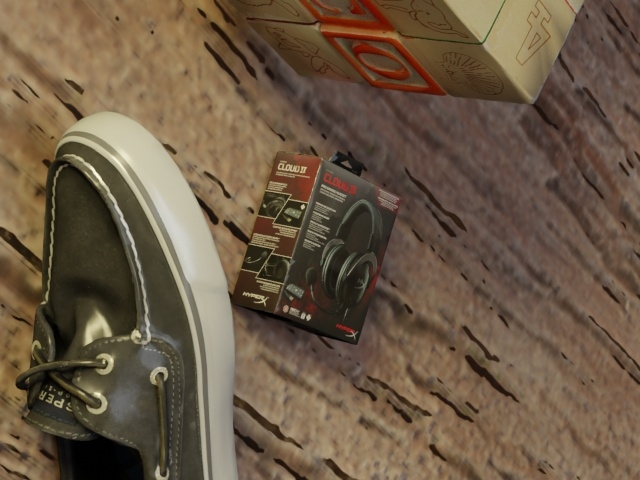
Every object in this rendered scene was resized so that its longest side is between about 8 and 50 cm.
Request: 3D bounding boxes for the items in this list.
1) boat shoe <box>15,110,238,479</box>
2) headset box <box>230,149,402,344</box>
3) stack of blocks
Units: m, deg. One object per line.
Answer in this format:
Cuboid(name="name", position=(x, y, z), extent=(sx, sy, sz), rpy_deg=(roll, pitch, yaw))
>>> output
Cuboid(name="boat shoe", position=(-0.086, 0.065, 0.693), extent=(0.076, 0.080, 0.228), rpy_deg=(-29, 126, -42))
Cuboid(name="headset box", position=(0.000, 0.000, 0.799), extent=(0.062, 0.032, 0.083), rpy_deg=(25, 81, -46))
Cuboid(name="stack of blocks", position=(0.064, -0.211, 0.723), extent=(0.087, 0.171, 0.297), rpy_deg=(42, 68, -43))
